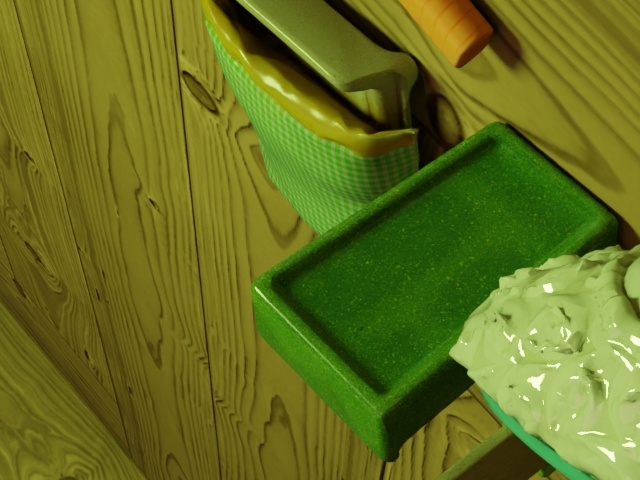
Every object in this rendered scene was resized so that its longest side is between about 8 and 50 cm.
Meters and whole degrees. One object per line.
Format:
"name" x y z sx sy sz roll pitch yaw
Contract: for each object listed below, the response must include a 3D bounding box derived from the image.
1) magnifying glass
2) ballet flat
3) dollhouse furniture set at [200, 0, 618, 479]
"magnifying glass" -0.002 -0.174 0.776 0.231 0.026 0.092 50 163 9
"ballet flat" 0.210 0.062 0.556 0.409 0.147 0.147 31 153 45
"dollhouse furniture set" 0.000 0.000 0.894 0.301 0.151 0.197 44 161 30
